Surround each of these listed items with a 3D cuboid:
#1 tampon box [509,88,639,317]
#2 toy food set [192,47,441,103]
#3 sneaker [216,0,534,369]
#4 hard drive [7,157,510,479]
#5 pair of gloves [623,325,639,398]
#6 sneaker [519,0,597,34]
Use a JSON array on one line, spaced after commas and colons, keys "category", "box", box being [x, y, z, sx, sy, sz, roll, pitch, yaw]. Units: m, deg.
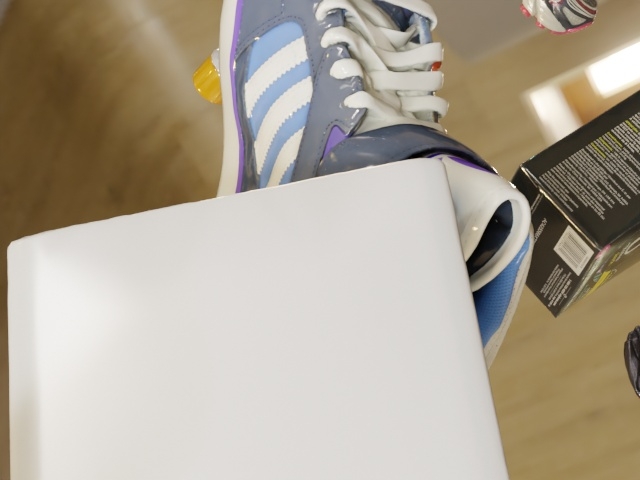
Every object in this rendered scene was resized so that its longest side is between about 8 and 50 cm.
[{"category": "tampon box", "box": [0.241, -0.034, 1.481, 0.101, 0.161, 0.120, 50, 151, 18]}, {"category": "toy food set", "box": [0.009, -0.133, 1.560, 0.232, 0.104, 0.111, 13, -134, -41]}, {"category": "sneaker", "box": [0.046, -0.058, 0.931, 0.130, 0.236, 0.323, 15, -97, -35]}, {"category": "hard drive", "box": [-0.024, 0.113, 0.700, 0.040, 0.203, 0.307, 74, -174, -53]}, {"category": "pair of gloves", "box": [0.254, 0.097, 1.240, 0.083, 0.010, 0.074, 2, -116, -26]}, {"category": "sneaker", "box": [0.179, -0.307, 1.363, 0.121, 0.112, 0.299, -61, -39, -63]}]
